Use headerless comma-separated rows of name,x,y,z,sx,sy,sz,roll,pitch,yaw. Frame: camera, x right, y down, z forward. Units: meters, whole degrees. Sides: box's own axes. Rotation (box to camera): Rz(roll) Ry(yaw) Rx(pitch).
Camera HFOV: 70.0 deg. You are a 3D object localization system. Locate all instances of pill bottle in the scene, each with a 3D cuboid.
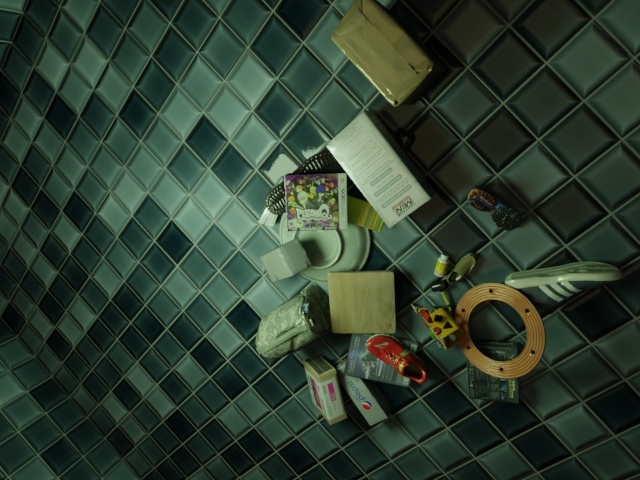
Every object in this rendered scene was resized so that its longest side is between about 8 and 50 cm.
pill bottle,0.456,0.091,1.708,0.043,0.043,0.083,17,112,17

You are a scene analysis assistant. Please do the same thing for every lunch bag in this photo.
lunch bag,-0.101,0.353,1.896,0.305,0.256,0.213,-34,92,26

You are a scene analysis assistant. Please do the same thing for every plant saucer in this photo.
plant saucer,0.000,0.000,1.836,0.400,0.100,0.401,6,108,20

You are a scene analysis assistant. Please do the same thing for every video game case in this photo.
video game case,-0.015,-0.142,1.694,0.231,0.042,0.211,-2,101,0
video game case,0.247,0.483,1.866,0.274,0.026,0.196,11,101,3

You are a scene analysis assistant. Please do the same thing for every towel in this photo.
towel,0.133,-0.112,1.747,0.237,0.021,0.102,19,75,6

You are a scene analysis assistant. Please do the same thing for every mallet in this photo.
mallet,0.478,0.238,1.752,0.062,0.039,0.190,-13,107,33

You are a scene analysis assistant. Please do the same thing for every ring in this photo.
ring,0.628,0.317,1.619,0.336,0.032,0.337,4,96,48

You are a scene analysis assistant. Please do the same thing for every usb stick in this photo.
usb stick,0.251,-0.273,1.681,0.077,0.045,0.278,32,115,18

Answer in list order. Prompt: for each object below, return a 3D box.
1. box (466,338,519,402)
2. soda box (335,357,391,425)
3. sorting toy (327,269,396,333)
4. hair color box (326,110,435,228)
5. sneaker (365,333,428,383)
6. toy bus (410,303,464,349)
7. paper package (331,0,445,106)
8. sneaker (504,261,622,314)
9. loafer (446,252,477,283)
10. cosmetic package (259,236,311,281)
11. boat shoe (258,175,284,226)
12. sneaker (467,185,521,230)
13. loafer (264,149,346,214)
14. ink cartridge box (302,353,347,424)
box,0.656,0.496,1.742,0.183,0.059,0.233,-2,104,23
soda box,0.181,0.639,1.960,0.098,0.091,0.286,-35,91,25
sorting toy,0.168,0.233,1.821,0.255,0.089,0.257,-2,107,10
hair color box,0.213,-0.251,1.613,0.185,0.113,0.375,-38,89,27
sneaker,0.306,0.461,1.785,0.278,0.118,0.107,30,99,-3
toy bus,0.452,0.306,1.723,0.104,0.191,0.202,-32,88,-1
paper package,0.223,-0.588,1.440,0.309,0.325,0.168,48,117,2
sneaker,0.818,0.168,1.543,0.349,0.131,0.148,-11,100,35
loafer,0.521,0.110,1.684,0.056,0.050,0.148,36,117,7
cosmetic package,-0.142,0.081,1.824,0.127,0.107,0.238,61,156,0
boat shoe,-0.179,-0.158,1.883,0.075,0.083,0.226,24,116,-16
sneaker,0.602,-0.119,1.567,0.221,0.087,0.083,37,127,-11
loafer,-0.055,-0.237,1.762,0.365,0.130,0.134,-29,101,6
ink cartridge box,0.016,0.638,1.972,0.088,0.193,0.235,-17,102,-19
